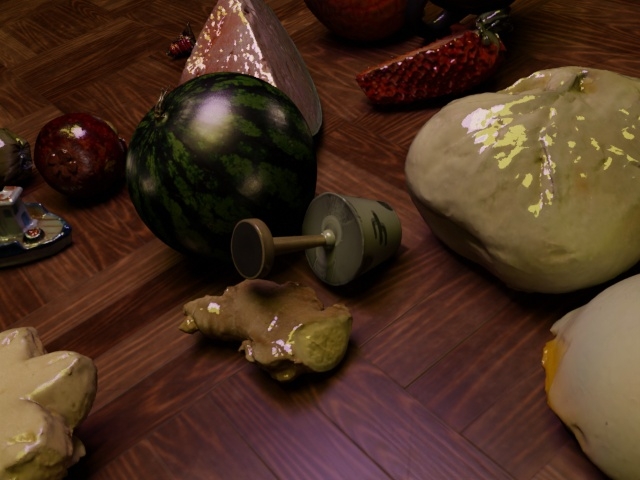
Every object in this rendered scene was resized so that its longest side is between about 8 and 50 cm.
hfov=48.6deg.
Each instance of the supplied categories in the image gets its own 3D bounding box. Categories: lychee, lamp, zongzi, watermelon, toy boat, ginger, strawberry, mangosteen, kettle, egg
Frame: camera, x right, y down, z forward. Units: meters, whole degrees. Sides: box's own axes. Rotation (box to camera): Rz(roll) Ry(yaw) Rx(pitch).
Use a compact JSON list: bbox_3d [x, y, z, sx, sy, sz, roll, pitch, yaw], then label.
[{"bbox_3d":[0.093,-0.527,1.448,0.300,0.255,0.255,-3,24,-43],"label":"lychee"},{"bbox_3d":[0.000,0.000,0.885,0.215,0.121,0.121,-7,28,-39],"label":"lamp"},{"bbox_3d":[-0.680,-0.137,1.248,0.251,0.125,0.274,2,11,24],"label":"zongzi"},{"bbox_3d":[-0.135,-0.094,0.976,0.269,0.268,0.268,-9,39,8],"label":"watermelon"},{"bbox_3d":[-0.528,-0.028,1.139,0.262,0.115,0.114,-5,40,14],"label":"toy boat"},{"bbox_3d":[-0.065,0.097,0.870,0.213,0.074,0.137,14,37,39],"label":"ginger"},{"bbox_3d":[0.210,-0.303,1.238,0.286,0.106,0.188,-23,15,11],"label":"strawberry"},{"bbox_3d":[-0.413,-0.147,1.242,0.146,0.156,0.181,-46,11,2],"label":"mangosteen"},{"bbox_3d":[0.291,-0.486,1.306,0.208,0.250,0.271,20,10,20],"label":"kettle"},{"bbox_3d":[-0.308,-0.460,1.622,0.083,0.073,0.067,2,24,19],"label":"zongzi"},{"bbox_3d":[-0.147,-0.264,1.237,0.222,0.319,0.292,-27,-5,12],"label":"watermelon"},{"bbox_3d":[0.350,0.101,0.642,0.265,0.174,0.286,-20,35,-11],"label":"egg"}]

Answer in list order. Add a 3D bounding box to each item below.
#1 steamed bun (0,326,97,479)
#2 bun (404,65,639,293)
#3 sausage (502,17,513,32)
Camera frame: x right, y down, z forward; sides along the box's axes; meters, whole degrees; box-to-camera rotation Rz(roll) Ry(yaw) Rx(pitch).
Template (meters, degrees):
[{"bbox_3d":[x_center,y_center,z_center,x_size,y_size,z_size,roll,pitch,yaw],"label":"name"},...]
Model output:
[{"bbox_3d":[-0.368,0.228,0.766,0.292,0.137,0.295,-35,37,-22],"label":"steamed bun"},{"bbox_3d":[0.283,-0.101,0.875,0.362,0.213,0.361,-10,36,8],"label":"bun"},{"bbox_3d":[0.342,-0.482,1.458,0.033,0.032,0.269,-15,38,1],"label":"sausage"}]
